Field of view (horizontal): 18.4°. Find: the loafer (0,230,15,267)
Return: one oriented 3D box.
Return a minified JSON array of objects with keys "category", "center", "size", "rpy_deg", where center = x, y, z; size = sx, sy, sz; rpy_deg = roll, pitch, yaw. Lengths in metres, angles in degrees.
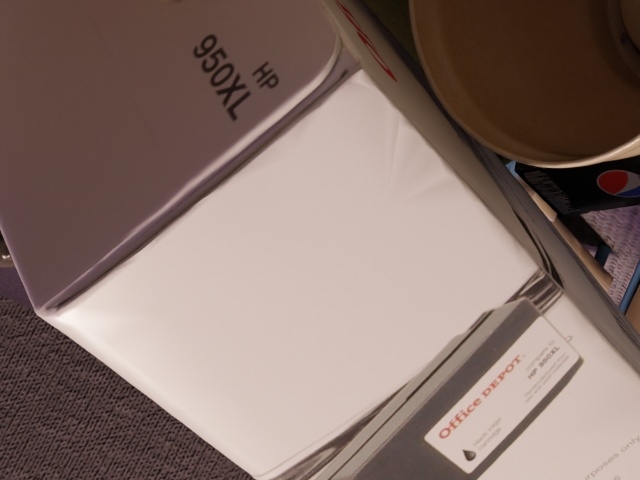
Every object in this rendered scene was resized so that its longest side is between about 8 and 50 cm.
[{"category":"loafer","center":[-0.305,-0.092,1.080],"size":[0.366,0.133,0.130],"rpy_deg":[33,171,-27]}]

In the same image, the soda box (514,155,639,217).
[{"category":"soda box","center":[0.187,-0.059,1.024],"size":[0.169,0.060,0.053],"rpy_deg":[-8,148,37]}]

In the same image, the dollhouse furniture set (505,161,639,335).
[{"category":"dollhouse furniture set","center":[0.154,0.076,1.427],"size":[0.303,0.198,0.286],"rpy_deg":[17,165,37]}]

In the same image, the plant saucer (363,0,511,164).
[{"category":"plant saucer","center":[0.052,-0.112,1.123],"size":[0.188,0.045,0.188],"rpy_deg":[26,153,-19]}]

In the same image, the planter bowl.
[{"category":"planter bowl","center":[0.133,-0.110,0.852],"size":[0.162,0.162,0.109],"rpy_deg":[15,-171,41]}]

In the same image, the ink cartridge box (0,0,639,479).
[{"category":"ink cartridge box","center":[0.005,-0.005,0.956],"size":[0.395,0.166,0.285],"rpy_deg":[44,-170,-43]}]
